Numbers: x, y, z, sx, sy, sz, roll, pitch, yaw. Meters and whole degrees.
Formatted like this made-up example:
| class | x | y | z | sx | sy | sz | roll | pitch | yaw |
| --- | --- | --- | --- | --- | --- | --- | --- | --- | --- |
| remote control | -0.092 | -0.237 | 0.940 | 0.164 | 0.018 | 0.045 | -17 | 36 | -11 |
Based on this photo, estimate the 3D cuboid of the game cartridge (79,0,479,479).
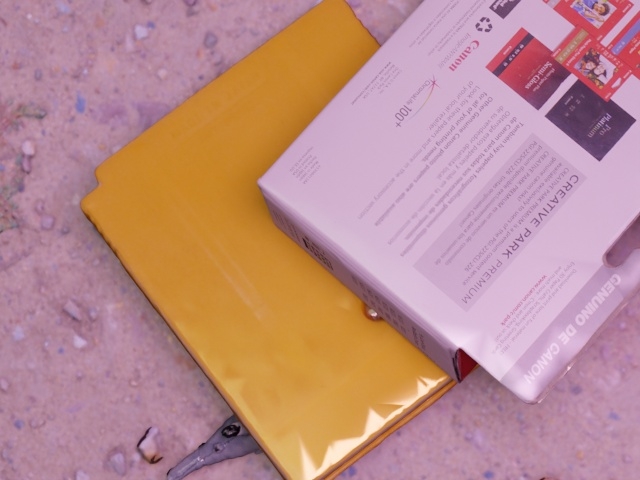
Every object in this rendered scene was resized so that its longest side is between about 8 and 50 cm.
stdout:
| class | x | y | z | sx | sy | sz | roll | pitch | yaw |
| --- | --- | --- | --- | --- | --- | --- | --- | --- | --- |
| game cartridge | 0.000 | 0.000 | 1.556 | 0.285 | 0.053 | 0.324 | -36 | 75 | -6 |

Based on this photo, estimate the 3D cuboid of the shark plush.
| class | x | y | z | sx | sy | sz | roll | pitch | yaw |
| --- | --- | --- | --- | --- | --- | --- | --- | --- | --- |
| shark plush | -0.065 | 0.151 | 1.601 | 0.161 | 0.067 | 0.073 | -20 | 82 | 16 |

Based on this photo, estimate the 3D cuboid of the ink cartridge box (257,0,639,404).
| class | x | y | z | sx | sy | sz | roll | pitch | yaw |
| --- | --- | --- | --- | --- | --- | --- | --- | --- | --- |
| ink cartridge box | 0.156 | -0.055 | 1.464 | 0.272 | 0.130 | 0.309 | 41 | 82 | 14 |
